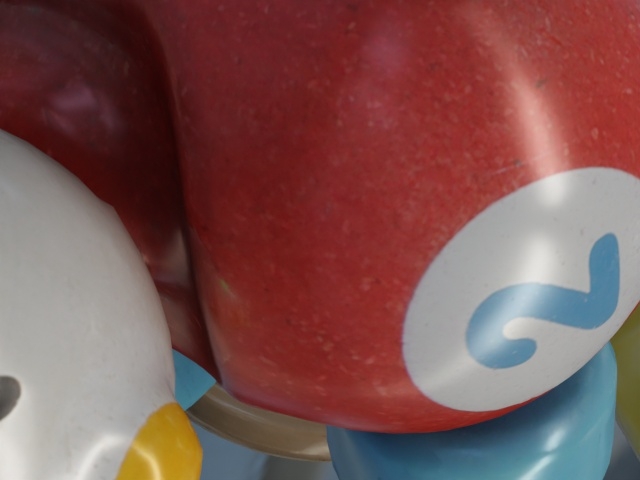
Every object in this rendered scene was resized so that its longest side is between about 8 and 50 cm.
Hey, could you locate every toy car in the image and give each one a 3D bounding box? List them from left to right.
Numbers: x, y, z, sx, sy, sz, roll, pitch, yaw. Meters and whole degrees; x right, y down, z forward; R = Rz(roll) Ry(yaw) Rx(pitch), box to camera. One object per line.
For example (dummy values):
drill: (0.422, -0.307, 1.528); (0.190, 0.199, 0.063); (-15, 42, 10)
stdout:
toy car: (-0.051, 0.016, 0.393); (0.219, 0.210, 0.238); (84, 27, -43)

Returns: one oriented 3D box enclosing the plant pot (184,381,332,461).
plant pot: (0.000, 0.000, 1.141); (0.237, 0.237, 0.109); (-43, 162, -37)

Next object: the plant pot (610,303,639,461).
plant pot: (0.288, 0.049, 1.088); (0.239, 0.254, 0.254); (-34, 165, 18)
